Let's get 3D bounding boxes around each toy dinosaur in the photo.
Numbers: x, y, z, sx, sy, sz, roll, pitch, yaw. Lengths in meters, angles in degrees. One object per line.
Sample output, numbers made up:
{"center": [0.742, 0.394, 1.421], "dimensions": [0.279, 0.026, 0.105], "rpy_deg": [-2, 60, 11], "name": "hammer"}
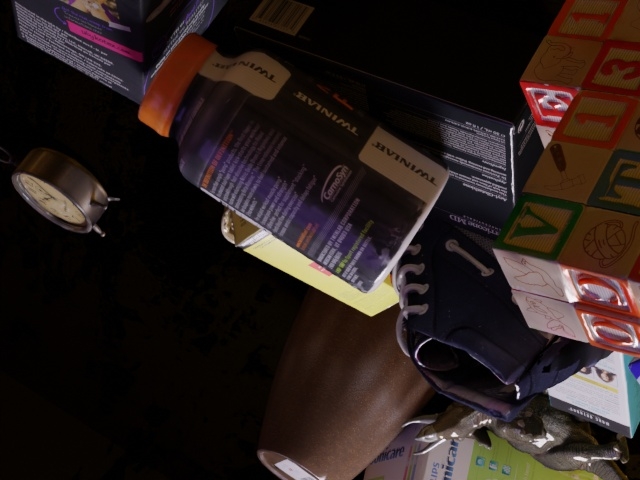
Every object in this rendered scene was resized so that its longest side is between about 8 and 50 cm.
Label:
{"center": [0.274, 0.224, 1.636], "dimensions": [0.314, 0.121, 0.160], "rpy_deg": [18, 161, -15], "name": "toy dinosaur"}

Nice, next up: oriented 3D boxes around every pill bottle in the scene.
{"center": [-0.027, -0.072, 1.129], "dimensions": [0.246, 0.130, 0.130], "rpy_deg": [33, 157, 0], "name": "pill bottle"}

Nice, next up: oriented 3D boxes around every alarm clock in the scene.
{"center": [-0.369, -0.081, 1.864], "dimensions": [0.192, 0.064, 0.129], "rpy_deg": [29, 157, 1], "name": "alarm clock"}

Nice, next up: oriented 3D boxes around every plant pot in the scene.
{"center": [0.024, 0.199, 1.719], "dimensions": [0.215, 0.230, 0.215], "rpy_deg": [26, 156, 13], "name": "plant pot"}

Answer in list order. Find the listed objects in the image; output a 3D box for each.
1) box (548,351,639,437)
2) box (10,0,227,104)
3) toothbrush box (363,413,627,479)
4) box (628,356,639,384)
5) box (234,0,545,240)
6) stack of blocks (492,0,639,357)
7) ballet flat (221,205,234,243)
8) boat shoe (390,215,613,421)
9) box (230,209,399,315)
{"center": [0.289, 0.114, 1.439], "dimensions": [0.101, 0.060, 0.244], "rpy_deg": [21, 154, 27], "name": "box"}
{"center": [-0.162, -0.262, 1.128], "dimensions": [0.143, 0.165, 0.270], "rpy_deg": [30, 156, 6], "name": "box"}
{"center": [0.221, 0.334, 1.788], "dimensions": [0.283, 0.122, 0.206], "rpy_deg": [21, 159, -15], "name": "toothbrush box"}
{"center": [0.383, 0.141, 1.290], "dimensions": [0.137, 0.072, 0.126], "rpy_deg": [56, 145, 0], "name": "box"}
{"center": [0.072, -0.121, 1.196], "dimensions": [0.261, 0.103, 0.184], "rpy_deg": [22, 151, 21], "name": "box"}
{"center": [0.218, -0.077, 0.857], "dimensions": [0.171, 0.297, 0.087], "rpy_deg": [13, 151, 35], "name": "stack of blocks"}
{"center": [-0.050, -0.044, 1.522], "dimensions": [0.086, 0.086, 0.248], "rpy_deg": [38, 156, -12], "name": "ballet flat"}
{"center": [0.111, 0.041, 1.319], "dimensions": [0.341, 0.158, 0.127], "rpy_deg": [29, 139, 37], "name": "boat shoe"}
{"center": [0.000, 0.000, 1.443], "dimensions": [0.058, 0.087, 0.232], "rpy_deg": [-29, 141, 27], "name": "box"}
